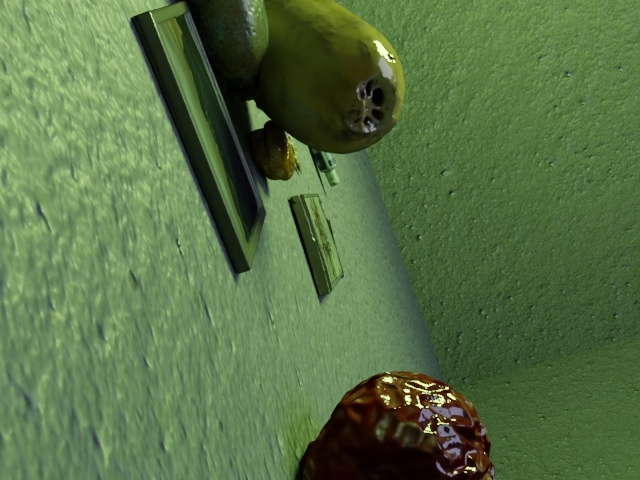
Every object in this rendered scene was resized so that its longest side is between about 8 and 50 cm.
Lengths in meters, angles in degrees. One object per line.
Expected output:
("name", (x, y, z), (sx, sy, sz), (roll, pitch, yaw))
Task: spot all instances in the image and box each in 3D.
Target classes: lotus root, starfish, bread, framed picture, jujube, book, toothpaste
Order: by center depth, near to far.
("framed picture", (-0.116, -0.117, 0.888), (0.192, 0.018, 0.265), (-87, 158, -70))
("jujube", (0.090, 0.243, 0.900), (0.232, 0.213, 0.212), (37, 36, -78))
("lotus root", (-0.106, -0.258, 0.998), (0.113, 0.088, 0.192), (-101, 178, -73))
("lotus root", (-0.017, -0.229, 1.098), (0.152, 0.169, 0.342), (23, 17, -40))
("bread", (-0.063, -0.118, 1.126), (0.081, 0.046, 0.083), (-78, 151, -68))
("book", (0.001, 0.000, 1.371), (0.231, 0.026, 0.157), (-26, 99, -82))
("starfish", (-0.043, -0.144, 1.412), (0.092, 0.016, 0.086), (-101, 169, -68))
("toothpaste", (-0.012, -0.208, 1.677), (0.062, 0.037, 0.216), (-75, 142, -74))
